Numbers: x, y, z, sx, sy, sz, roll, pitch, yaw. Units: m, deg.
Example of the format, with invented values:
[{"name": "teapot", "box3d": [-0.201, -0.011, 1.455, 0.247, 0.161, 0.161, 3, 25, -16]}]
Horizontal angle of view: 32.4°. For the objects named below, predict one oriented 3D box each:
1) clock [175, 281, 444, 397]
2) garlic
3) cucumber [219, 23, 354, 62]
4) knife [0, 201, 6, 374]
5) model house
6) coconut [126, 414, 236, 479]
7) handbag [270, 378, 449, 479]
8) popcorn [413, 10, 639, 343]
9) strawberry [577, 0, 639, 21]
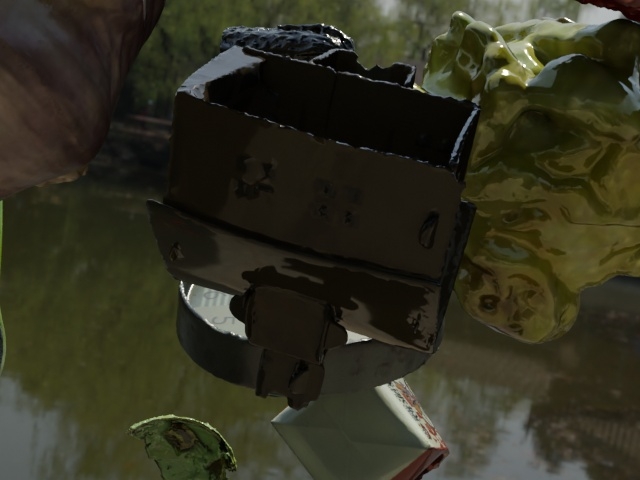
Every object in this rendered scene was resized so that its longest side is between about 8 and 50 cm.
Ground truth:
[{"name": "clock", "box3d": [-0.012, 0.066, 1.252, 0.313, 0.061, 0.312, 0, 27, 0]}, {"name": "garlic", "box3d": [-0.173, -0.103, 0.532, 0.245, 0.245, 0.160, 14, -24, 37]}, {"name": "cucumber", "box3d": [-0.036, -0.190, 1.108, 0.182, 0.053, 0.053, 8, 3, 37]}, {"name": "knife", "box3d": [-0.241, 0.036, 0.803, 0.022, 0.184, 0.026, -15, -27, 15]}, {"name": "model house", "box3d": [0.000, 0.000, 0.811, 0.211, 0.243, 0.204, 16, 27, 13]}, {"name": "coconut", "box3d": [-0.171, 0.276, 1.424, 0.133, 0.158, 0.055, -6, 34, 9]}, {"name": "handbag", "box3d": [0.073, 0.255, 1.437, 0.171, 0.151, 0.298, 50, 6, 18]}, {"name": "popcorn", "box3d": [0.190, -0.078, 1.026, 0.312, 0.312, 0.312, 10, 5, -1]}, {"name": "strawberry", "box3d": [0.232, -0.280, 0.822, 0.318, 0.295, 0.345, 9, -25, 24]}]
